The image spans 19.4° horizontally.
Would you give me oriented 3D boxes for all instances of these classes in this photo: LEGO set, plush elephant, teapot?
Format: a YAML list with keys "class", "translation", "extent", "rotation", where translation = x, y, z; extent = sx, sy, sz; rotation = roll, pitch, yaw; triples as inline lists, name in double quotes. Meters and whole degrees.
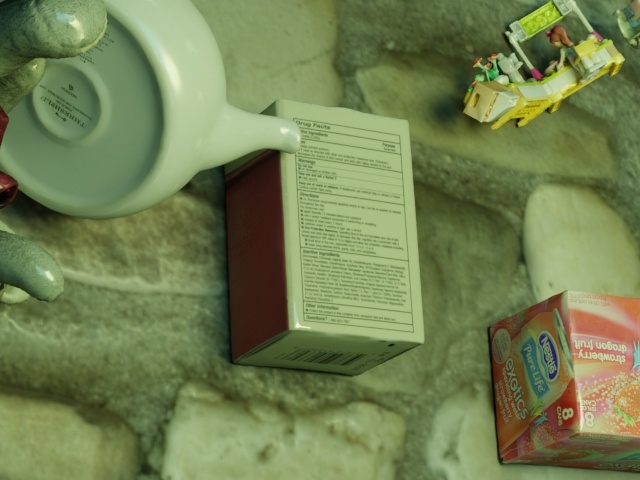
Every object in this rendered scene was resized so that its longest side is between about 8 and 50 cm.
- class: "LEGO set"
  translation: [0.232, -0.202, 2.021]
  extent: [0.287, 0.132, 0.107]
  rotation: [-27, 78, -29]
- class: "plush elephant"
  translation: [-0.317, -0.026, 1.541]
  extent: [0.272, 0.330, 0.255]
  rotation: [-44, 115, -44]
- class: "teapot"
  translation: [-0.188, -0.152, 1.700]
  extent: [0.187, 0.253, 0.256]
  rotation: [-41, 112, -58]

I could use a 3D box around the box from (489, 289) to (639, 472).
- class: "box"
  translation: [0.338, 0.155, 1.931]
  extent: [0.300, 0.142, 0.154]
  rotation: [9, 69, -28]

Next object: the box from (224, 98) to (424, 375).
- class: "box"
  translation: [0.000, 0.000, 1.796]
  extent: [0.149, 0.127, 0.232]
  rotation: [8, 68, -28]
